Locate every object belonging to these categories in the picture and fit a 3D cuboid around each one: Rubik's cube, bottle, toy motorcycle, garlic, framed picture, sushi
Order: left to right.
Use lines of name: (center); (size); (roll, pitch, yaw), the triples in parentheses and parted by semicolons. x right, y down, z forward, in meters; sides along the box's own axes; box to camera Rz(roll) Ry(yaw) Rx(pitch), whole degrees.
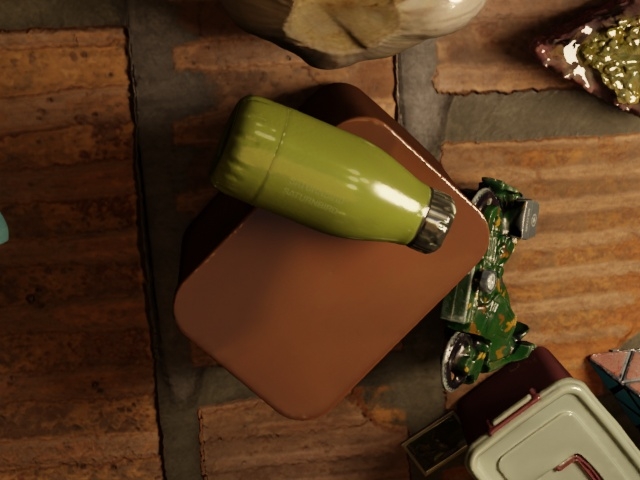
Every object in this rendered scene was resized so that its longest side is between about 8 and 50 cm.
bottle: (0.017, -0.061, 1.527); (0.260, 0.112, 0.112); (22, 107, -11)
garlic: (0.034, -0.336, 1.602); (0.317, 0.259, 0.317); (-1, 148, -1)
framed picture: (0.165, 0.281, 1.975); (0.089, 0.006, 0.066); (-34, 110, 6)
toy motorcycle: (0.215, 0.056, 1.824); (0.125, 0.187, 0.274); (12, 97, 31)
sushi: (0.387, -0.244, 1.751); (0.241, 0.107, 0.161); (25, 102, -15)
Rubik's cube: (0.508, 0.235, 1.972); (0.190, 0.211, 0.178); (-27, 137, -21)

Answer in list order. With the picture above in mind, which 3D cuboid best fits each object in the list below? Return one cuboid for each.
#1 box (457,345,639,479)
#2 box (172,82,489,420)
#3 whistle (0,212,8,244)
box: (0.322, 0.294, 1.913); (0.193, 0.167, 0.294); (-37, 110, 9)
box: (0.000, 0.000, 1.730); (0.239, 0.229, 0.339); (41, 101, -18)
whistle: (-0.478, -0.047, 1.735); (0.186, 0.093, 0.274); (-12, 117, 26)
